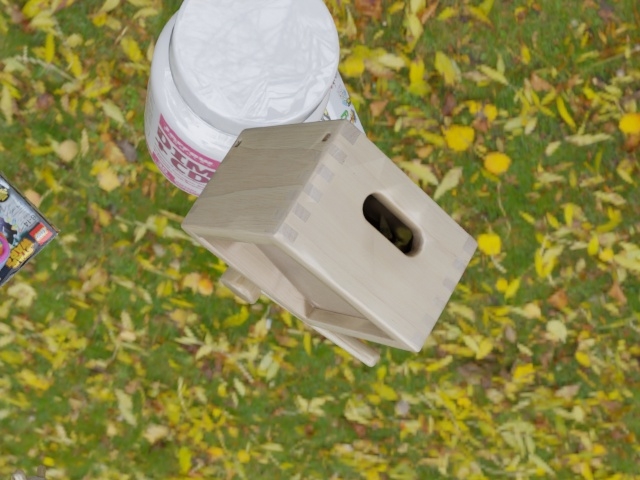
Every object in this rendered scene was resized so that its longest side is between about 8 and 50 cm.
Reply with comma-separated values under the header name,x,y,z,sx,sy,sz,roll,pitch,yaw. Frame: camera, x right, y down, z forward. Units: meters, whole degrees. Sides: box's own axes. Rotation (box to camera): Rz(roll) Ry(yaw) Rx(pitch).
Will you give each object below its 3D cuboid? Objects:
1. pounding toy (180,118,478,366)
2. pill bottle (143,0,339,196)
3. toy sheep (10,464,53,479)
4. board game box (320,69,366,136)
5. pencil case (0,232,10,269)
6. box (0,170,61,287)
name,x,y,z,sx,sy,sz,roll,pitch,yaw
pounding toy,0.003,0.005,0.614,0.181,0.094,0.206,40,163,-28
pill bottle,-0.081,-0.138,0.836,0.160,0.160,0.283,20,168,-10
toy sheep,-0.337,0.319,1.050,0.091,0.091,0.132,-8,122,13
board game box,-0.045,-0.188,1.292,0.192,0.053,0.305,2,134,36
pencil case,-0.382,0.066,0.875,0.104,0.104,0.236,27,127,-15
box,-0.367,0.004,0.973,0.137,0.027,0.094,-44,100,-1
